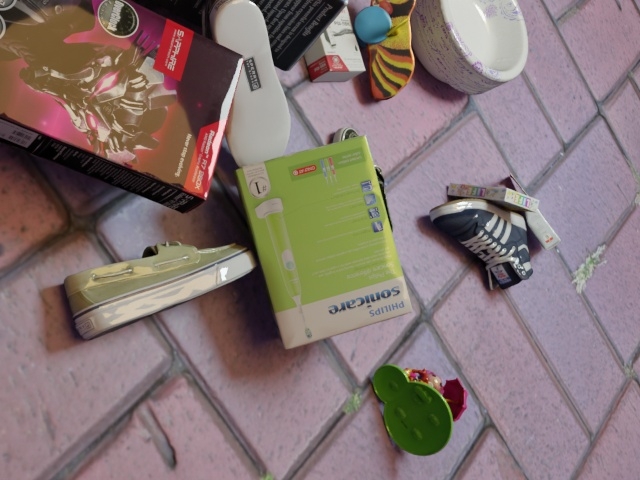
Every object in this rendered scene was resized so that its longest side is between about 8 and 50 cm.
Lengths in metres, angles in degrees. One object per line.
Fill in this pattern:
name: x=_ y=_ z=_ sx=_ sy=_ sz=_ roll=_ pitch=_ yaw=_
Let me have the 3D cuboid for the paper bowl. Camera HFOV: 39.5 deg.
paper bowl: x=0.299 y=-0.446 z=1.894 sx=0.284 sy=0.148 sz=0.284 roll=17 pitch=64 yaw=-38

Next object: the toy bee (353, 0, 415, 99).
toy bee: x=0.138 y=-0.428 z=1.709 sx=0.195 sy=0.162 sz=0.298 roll=-101 pitch=174 yaw=-65

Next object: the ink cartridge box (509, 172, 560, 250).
ink cartridge box: x=0.448 y=-0.061 z=1.927 sx=0.179 sy=0.045 sz=0.145 roll=52 pitch=11 yaw=7

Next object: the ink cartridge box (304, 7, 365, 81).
ink cartridge box: x=0.017 y=-0.370 z=1.672 sx=0.099 sy=0.056 sz=0.135 roll=-11 pitch=83 yaw=-44

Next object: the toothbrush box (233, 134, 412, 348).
toothbrush box: x=0.000 y=0.000 z=1.385 sx=0.206 sy=0.122 sz=0.283 roll=-17 pitch=94 yaw=-7

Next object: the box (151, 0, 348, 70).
box: x=-0.144 y=-0.512 z=1.418 sx=0.395 sy=0.212 sz=0.293 roll=24 pitch=59 yaw=-20

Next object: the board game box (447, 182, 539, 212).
board game box: x=0.349 y=-0.087 z=1.806 sx=0.103 sy=0.154 sz=0.026 roll=15 pitch=88 yaw=-38

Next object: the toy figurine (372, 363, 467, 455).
toy figurine: x=0.191 y=0.278 z=1.583 sx=0.173 sy=0.130 sz=0.159 roll=50 pitch=29 yaw=16

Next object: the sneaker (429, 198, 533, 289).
sneaker: x=0.333 y=0.013 z=1.793 sx=0.282 sy=0.099 sz=0.153 roll=12 pitch=65 yaw=-43

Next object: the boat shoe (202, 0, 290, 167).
boat shoe: x=-0.126 y=-0.248 z=1.400 sx=0.108 sy=0.102 sz=0.301 roll=-23 pitch=128 yaw=-14

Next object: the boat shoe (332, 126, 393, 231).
boat shoe: x=0.085 y=-0.108 z=1.628 sx=0.078 sy=0.070 sz=0.219 roll=-10 pitch=83 yaw=-46

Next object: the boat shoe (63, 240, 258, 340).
boat shoe: x=-0.219 y=0.048 z=1.273 sx=0.302 sy=0.109 sz=0.094 roll=-21 pitch=88 yaw=-42

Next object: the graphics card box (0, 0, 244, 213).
graphics card box: x=-0.298 y=-0.209 z=1.177 sx=0.371 sy=0.094 sz=0.233 roll=22 pitch=69 yaw=-25
